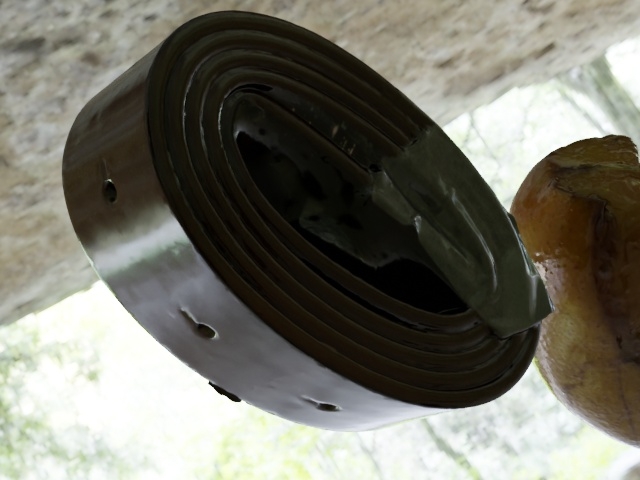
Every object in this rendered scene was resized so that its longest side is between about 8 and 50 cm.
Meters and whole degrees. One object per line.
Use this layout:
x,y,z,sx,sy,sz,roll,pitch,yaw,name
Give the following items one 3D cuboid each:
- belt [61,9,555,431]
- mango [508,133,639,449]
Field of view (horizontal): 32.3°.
0.000,0.000,0.728,0.122,0.338,0.217,-24,40,48,belt
0.290,0.062,1.047,0.201,0.350,0.199,-39,36,-27,mango
